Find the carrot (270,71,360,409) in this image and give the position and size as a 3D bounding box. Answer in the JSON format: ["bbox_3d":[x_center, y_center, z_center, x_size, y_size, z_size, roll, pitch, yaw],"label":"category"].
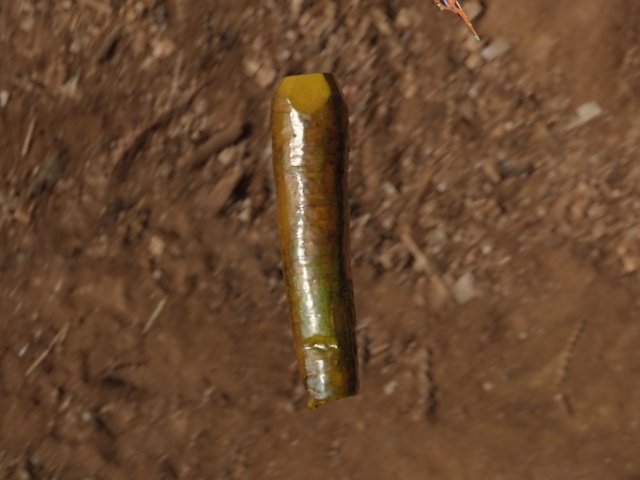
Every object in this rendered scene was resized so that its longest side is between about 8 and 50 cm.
[{"bbox_3d":[0.000,0.000,0.984,0.042,0.042,0.170,-5,89,-17],"label":"carrot"}]

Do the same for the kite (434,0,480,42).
[{"bbox_3d":[0.012,-0.212,1.135,0.008,0.125,0.222,-40,59,-22],"label":"kite"}]
